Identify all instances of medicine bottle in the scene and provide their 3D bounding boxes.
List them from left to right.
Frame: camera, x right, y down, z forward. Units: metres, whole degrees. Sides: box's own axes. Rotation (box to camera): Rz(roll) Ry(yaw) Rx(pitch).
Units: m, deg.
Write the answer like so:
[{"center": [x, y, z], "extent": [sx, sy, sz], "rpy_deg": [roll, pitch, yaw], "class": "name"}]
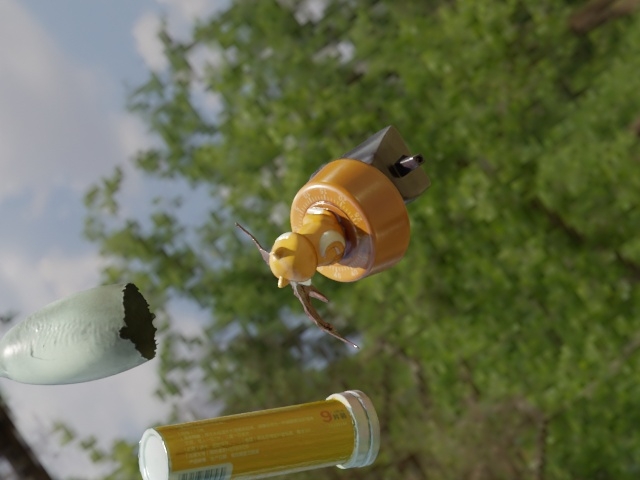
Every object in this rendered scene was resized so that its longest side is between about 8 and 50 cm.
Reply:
[{"center": [-0.054, 0.186, 1.669], "extent": [0.218, 0.074, 0.074], "rpy_deg": [-6, -129, -30], "class": "medicine bottle"}]

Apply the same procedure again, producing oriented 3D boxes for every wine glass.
[{"center": [-0.351, 0.044, 1.901], "extent": [0.096, 0.309, 0.264], "rpy_deg": [-25, -82, -76], "class": "wine glass"}]

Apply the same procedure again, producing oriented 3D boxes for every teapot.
[{"center": [0.047, -0.055, 2.067], "extent": [0.087, 0.177, 0.096], "rpy_deg": [56, -158, -8], "class": "teapot"}]

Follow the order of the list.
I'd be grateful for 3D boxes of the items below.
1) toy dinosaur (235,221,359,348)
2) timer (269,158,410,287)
[{"center": [-0.027, 0.048, 2.119], "extent": [0.220, 0.032, 0.108], "rpy_deg": [49, 176, 20], "class": "toy dinosaur"}, {"center": [0.000, 0.000, 1.926], "extent": [0.152, 0.132, 0.132], "rpy_deg": [-32, -93, -43], "class": "timer"}]
